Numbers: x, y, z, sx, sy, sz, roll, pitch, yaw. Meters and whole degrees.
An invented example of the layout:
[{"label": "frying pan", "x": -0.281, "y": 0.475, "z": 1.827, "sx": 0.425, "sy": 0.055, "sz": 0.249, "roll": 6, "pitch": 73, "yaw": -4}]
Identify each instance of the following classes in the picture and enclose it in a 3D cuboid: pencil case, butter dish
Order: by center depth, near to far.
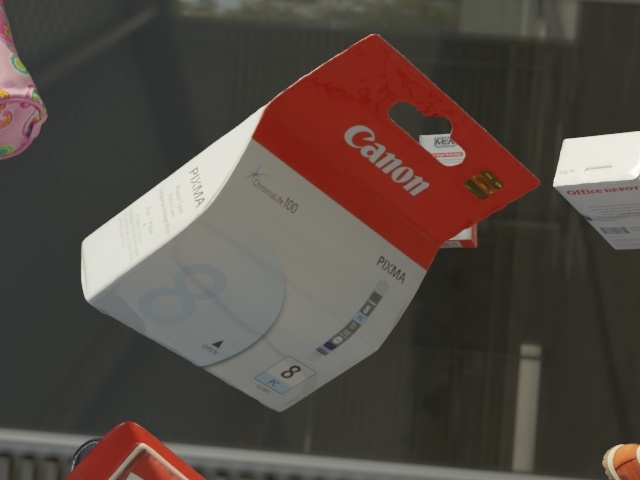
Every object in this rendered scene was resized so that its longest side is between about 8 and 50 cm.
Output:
[{"label": "butter dish", "x": -0.165, "y": 0.265, "z": 1.319, "sx": 0.118, "sy": 0.160, "sz": 0.160, "roll": -50, "pitch": -1, "yaw": 38}, {"label": "pencil case", "x": -0.396, "y": -0.231, "z": 1.733, "sx": 0.124, "sy": 0.124, "sz": 0.284, "roll": 84, "pitch": 166, "yaw": -61}]

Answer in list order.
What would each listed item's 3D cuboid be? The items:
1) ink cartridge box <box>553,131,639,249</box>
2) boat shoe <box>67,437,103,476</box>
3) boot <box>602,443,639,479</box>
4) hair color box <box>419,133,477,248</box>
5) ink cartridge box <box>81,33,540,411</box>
[{"label": "ink cartridge box", "x": 0.428, "y": -0.065, "z": 2.095, "sx": 0.190, "sy": 0.139, "sz": 0.082, "roll": 41, "pitch": -123, "yaw": -41}, {"label": "boat shoe", "x": -0.222, "y": 0.301, "z": 1.518, "sx": 0.092, "sy": 0.103, "sz": 0.285, "roll": 37, "pitch": -152, "yaw": -36}, {"label": "boot", "x": 0.408, "y": 0.301, "z": 1.796, "sx": 0.059, "sy": 0.158, "sz": 0.084, "roll": -44, "pitch": 1, "yaw": -29}, {"label": "hair color box", "x": 0.161, "y": -0.062, "z": 1.933, "sx": 0.043, "sy": 0.072, "sz": 0.141, "roll": 44, "pitch": -133, "yaw": -69}, {"label": "ink cartridge box", "x": 0.000, "y": 0.000, "z": 1.548, "sx": 0.308, "sy": 0.385, "sz": 0.091, "roll": 36, "pitch": -150, "yaw": -41}]
